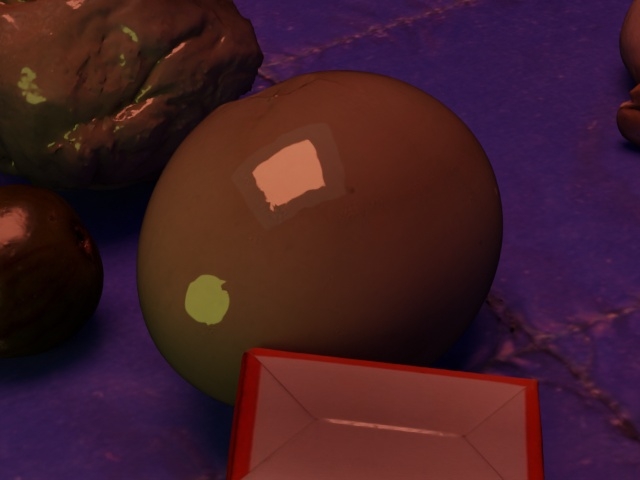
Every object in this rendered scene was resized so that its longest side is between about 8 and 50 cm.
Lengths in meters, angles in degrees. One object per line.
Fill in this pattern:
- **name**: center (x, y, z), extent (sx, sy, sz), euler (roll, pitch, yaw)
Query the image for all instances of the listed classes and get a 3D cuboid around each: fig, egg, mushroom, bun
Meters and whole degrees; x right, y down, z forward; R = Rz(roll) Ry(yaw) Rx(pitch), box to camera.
- **fig**: center (-0.274, 0.037, 1.153), extent (0.236, 0.124, 0.124), euler (-15, 30, 17)
- **egg**: center (0.000, 0.000, 1.030), extent (0.219, 0.219, 0.269), euler (21, 30, 38)
- **mushroom**: center (0.295, -0.155, 1.321), extent (0.097, 0.088, 0.212), euler (-7, 38, 21)
- **bun**: center (-0.195, -0.142, 1.303), extent (0.281, 0.205, 0.281), euler (13, 12, -3)

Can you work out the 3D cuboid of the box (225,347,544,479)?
- **box**: center (0.032, 0.142, 0.890), extent (0.182, 0.099, 0.133), euler (5, 32, -1)
